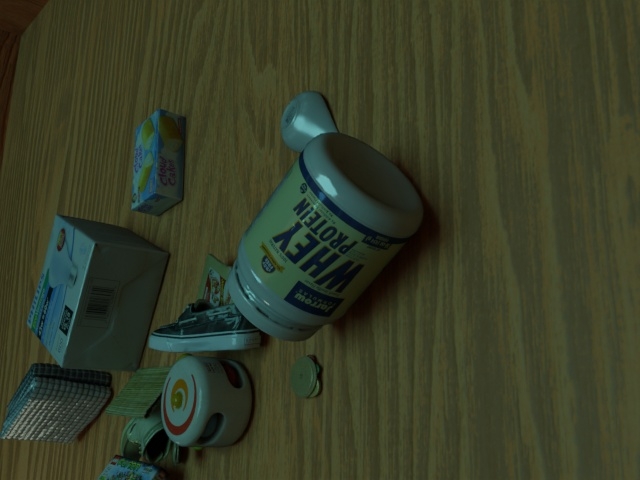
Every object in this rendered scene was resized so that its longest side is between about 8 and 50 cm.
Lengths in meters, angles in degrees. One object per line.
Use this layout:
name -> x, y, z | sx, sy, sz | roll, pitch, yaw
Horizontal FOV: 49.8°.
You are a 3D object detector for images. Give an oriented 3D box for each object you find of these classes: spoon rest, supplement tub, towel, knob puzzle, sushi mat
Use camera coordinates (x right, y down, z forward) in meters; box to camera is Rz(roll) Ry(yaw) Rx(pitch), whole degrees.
spoon rest -> -0.017, -0.228, 1.445 | 0.137, 0.084, 0.276 | -61, 28, 17
supplement tub -> 0.000, 0.000, 1.215 | 0.325, 0.235, 0.235 | -52, 44, 28
towel -> -0.783, 0.479, 2.044 | 0.283, 0.235, 0.121 | -49, 42, 29
knob puzzle -> -0.218, 0.146, 1.602 | 0.213, 0.030, 0.213 | 4, 96, 47
sushi mat -> -0.451, 0.383, 1.747 | 0.316, 0.019, 0.151 | -17, 30, 55

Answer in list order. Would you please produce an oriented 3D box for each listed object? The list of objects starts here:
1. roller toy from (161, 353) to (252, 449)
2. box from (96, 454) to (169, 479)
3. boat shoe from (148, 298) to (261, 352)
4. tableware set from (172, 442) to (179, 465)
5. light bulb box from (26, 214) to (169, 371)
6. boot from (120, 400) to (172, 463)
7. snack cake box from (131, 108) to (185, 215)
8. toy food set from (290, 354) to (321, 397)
roller toy -> -0.254, 0.346, 1.497 | 0.191, 0.146, 0.209 | -18, 65, 47
box -> -0.459, 0.580, 1.642 | 0.207, 0.036, 0.114 | -7, 38, 44
boat shoe -> -0.261, 0.192, 1.562 | 0.335, 0.121, 0.119 | -9, 80, 36
tableware set -> -0.335, 0.453, 1.621 | 0.168, 0.020, 0.141 | 132, 141, -70
light bulb box -> -0.647, 0.144, 1.981 | 0.361, 0.225, 0.358 | 21, 96, 51
boot -> -0.431, 0.500, 1.707 | 0.213, 0.077, 0.165 | -61, 29, 13
snack cake box -> -0.464, -0.221, 1.972 | 0.152, 0.089, 0.264 | -23, 62, 45
toy food set -> -0.030, 0.265, 1.345 | 0.083, 0.020, 0.082 | -21, 63, 47
